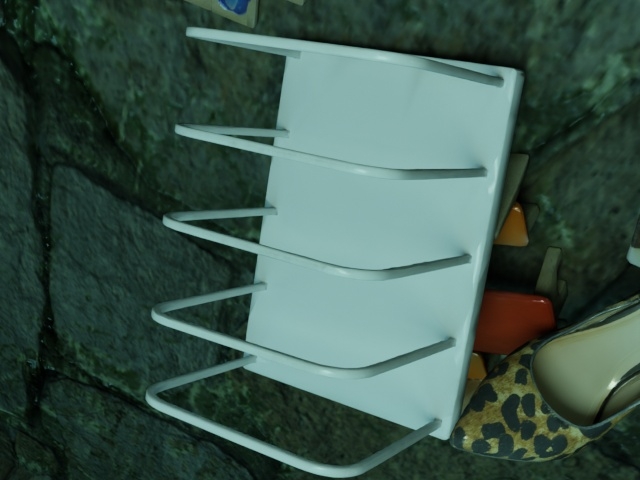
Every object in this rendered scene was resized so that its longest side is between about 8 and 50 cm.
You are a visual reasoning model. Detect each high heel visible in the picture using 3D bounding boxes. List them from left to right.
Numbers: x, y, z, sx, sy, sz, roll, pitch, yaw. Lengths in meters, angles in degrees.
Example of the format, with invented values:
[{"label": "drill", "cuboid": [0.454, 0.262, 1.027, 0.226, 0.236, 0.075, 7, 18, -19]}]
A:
[{"label": "high heel", "cuboid": [0.223, 0.074, 0.665, 0.093, 0.261, 0.186, 61, 150, 24]}]

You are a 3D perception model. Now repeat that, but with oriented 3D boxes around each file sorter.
[{"label": "file sorter", "cuboid": [0.000, 0.000, 0.647, 0.193, 0.173, 0.277, 15, 102, 30]}]

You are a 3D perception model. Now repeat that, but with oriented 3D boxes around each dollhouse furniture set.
[{"label": "dollhouse furniture set", "cuboid": [0.085, 0.063, 0.818, 0.259, 0.135, 0.262, 5, 137, 31]}]

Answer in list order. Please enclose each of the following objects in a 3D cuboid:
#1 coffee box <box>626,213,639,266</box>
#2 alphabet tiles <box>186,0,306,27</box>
[{"label": "coffee box", "cuboid": [0.291, -0.086, 0.491, 0.168, 0.119, 0.297, 26, 145, 26]}, {"label": "alphabet tiles", "cuboid": [-0.112, -0.265, 0.679, 0.237, 0.009, 0.198, 23, 143, 10]}]
